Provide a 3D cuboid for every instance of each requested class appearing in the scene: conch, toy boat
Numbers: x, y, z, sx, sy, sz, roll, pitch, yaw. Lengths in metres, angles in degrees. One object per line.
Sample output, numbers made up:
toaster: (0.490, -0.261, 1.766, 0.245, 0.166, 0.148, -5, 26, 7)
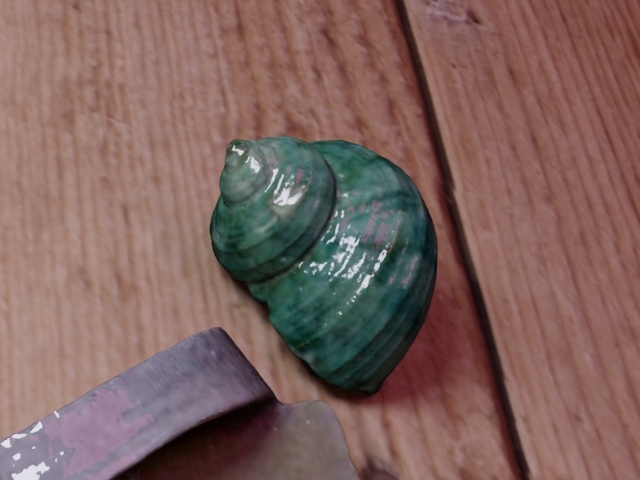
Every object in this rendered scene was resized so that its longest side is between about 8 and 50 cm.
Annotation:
conch: (-0.001, -0.003, 1.466, 0.202, 0.134, 0.196, 26, 34, -14)
toy boat: (-0.062, 0.184, 1.240, 0.293, 0.111, 0.276, 46, 35, -6)
